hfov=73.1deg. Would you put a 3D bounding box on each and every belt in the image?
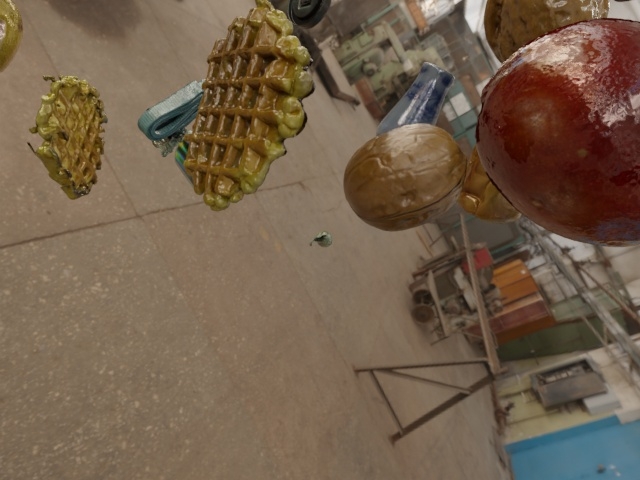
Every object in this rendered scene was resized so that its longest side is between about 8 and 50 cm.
[{"bbox_3d":[-0.299,-0.270,0.932,0.065,0.179,0.100,49,-8,22],"label":"belt"}]

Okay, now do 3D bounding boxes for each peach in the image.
[{"bbox_3d":[0.478,-0.165,0.719,0.406,0.335,0.310,41,-1,-26],"label":"peach"}]

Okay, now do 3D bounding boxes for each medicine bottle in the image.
[{"bbox_3d":[-0.337,-0.208,1.251,0.083,0.121,0.229,3,40,-50],"label":"medicine bottle"}]

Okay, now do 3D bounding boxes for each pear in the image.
[{"bbox_3d":[-0.636,-0.384,0.774,0.178,0.178,0.178,50,23,-30],"label":"pear"}]

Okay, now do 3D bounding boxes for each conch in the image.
[{"bbox_3d":[0.002,-0.007,1.673,0.180,0.088,0.065,90,3,-85],"label":"conch"}]

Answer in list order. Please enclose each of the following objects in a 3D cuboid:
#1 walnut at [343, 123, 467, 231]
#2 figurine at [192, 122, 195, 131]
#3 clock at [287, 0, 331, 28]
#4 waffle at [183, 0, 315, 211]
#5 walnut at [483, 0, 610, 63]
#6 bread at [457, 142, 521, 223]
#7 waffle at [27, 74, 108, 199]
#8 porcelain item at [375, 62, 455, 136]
[{"bbox_3d":[0.138,-0.102,0.715,0.167,0.207,0.167,-18,90,-71],"label":"walnut"},{"bbox_3d":[-0.297,-0.370,1.540,0.226,0.183,0.160,-11,81,-50],"label":"figurine"},{"bbox_3d":[-0.036,-0.805,1.450,0.040,0.184,0.184,6,57,-48],"label":"clock"},{"bbox_3d":[-0.125,-0.199,0.648,0.058,0.300,0.281,13,30,-43],"label":"waffle"},{"bbox_3d":[0.481,-0.486,0.925,0.257,0.257,0.224,53,32,-22],"label":"walnut"},{"bbox_3d":[0.432,-0.185,0.997,0.167,0.294,0.132,10,15,-35],"label":"bread"},{"bbox_3d":[-0.519,-0.211,0.917,0.280,0.060,0.262,-108,-156,-70],"label":"waffle"},{"bbox_3d":[0.230,-0.303,1.079,0.141,0.259,0.141,24,15,-7],"label":"porcelain item"}]
